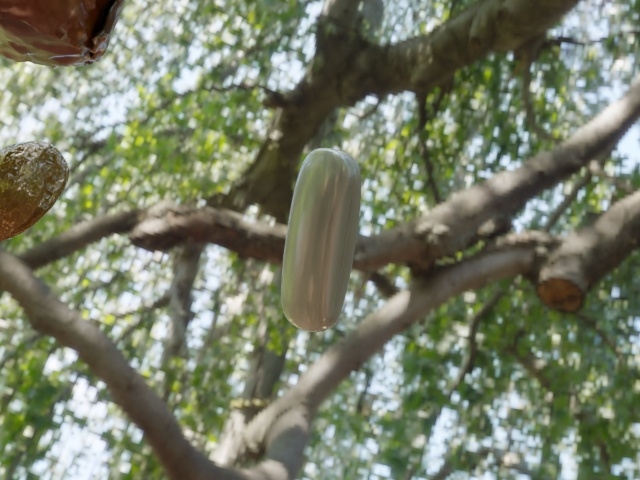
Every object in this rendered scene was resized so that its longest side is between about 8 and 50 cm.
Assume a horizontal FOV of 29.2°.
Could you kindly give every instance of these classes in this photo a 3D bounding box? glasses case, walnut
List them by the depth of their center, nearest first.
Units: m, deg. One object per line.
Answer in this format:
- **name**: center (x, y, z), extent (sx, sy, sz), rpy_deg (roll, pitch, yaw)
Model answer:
- **walnut**: center (-0.292, -0.057, 1.165), extent (0.091, 0.121, 0.052), rpy_deg (-6, -44, 24)
- **glasses case**: center (0.000, 0.000, 1.307), extent (0.049, 0.197, 0.076), rpy_deg (0, 11, -45)

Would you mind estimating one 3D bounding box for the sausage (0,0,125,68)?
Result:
- **sausage**: center (-0.214, -0.180, 0.476), extent (0.330, 0.102, 0.102), rpy_deg (34, -40, -9)
